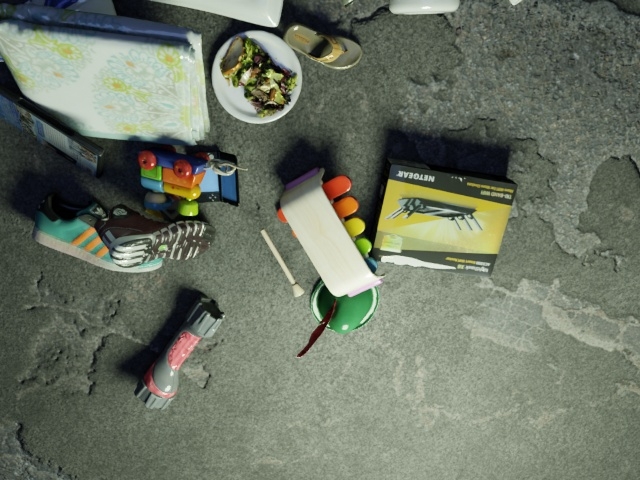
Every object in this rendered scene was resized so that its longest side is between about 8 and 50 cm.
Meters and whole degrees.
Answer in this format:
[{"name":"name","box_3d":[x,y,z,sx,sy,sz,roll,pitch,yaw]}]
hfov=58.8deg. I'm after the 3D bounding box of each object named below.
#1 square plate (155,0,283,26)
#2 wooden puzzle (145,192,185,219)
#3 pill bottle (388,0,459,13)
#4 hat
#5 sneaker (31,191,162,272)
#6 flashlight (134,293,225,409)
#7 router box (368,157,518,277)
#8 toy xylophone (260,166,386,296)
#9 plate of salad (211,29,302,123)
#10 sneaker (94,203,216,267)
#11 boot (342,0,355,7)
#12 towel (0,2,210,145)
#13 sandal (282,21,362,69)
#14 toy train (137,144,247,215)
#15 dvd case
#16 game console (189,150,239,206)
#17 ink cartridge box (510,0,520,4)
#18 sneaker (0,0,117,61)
[{"name":"square plate","box_3d":[-0.219,-0.629,1.105,0.347,0.049,0.344,15,107,7]},{"name":"wooden puzzle","box_3d":[-0.356,-0.094,1.347,0.079,0.014,0.116,37,103,-15]},{"name":"pill bottle","box_3d":[0.210,-0.596,1.135,0.146,0.146,0.264,-3,110,-3]},{"name":"hat","box_3d":[0.061,0.195,1.385,0.173,0.183,0.208,30,105,-13]},{"name":"sneaker","box_3d":[-0.508,-0.019,1.314,0.302,0.108,0.121,18,112,-8]},{"name":"flashlight","box_3d":[-0.351,0.289,1.436,0.103,0.103,0.304,35,104,-13]},{"name":"router box","box_3d":[0.286,-0.053,1.366,0.309,0.081,0.242,8,109,-6]},{"name":"toy xylophone","box_3d":[0.000,0.000,1.334,0.236,0.081,0.322,-18,102,25]},{"name":"plate of salad","box_3d":[-0.140,-0.357,1.250,0.200,0.048,0.199,-1,109,-4]},{"name":"sneaker","box_3d":[-0.379,-0.033,1.291,0.162,0.281,0.106,41,116,25]},{"name":"boot","box_3d":[0.013,-0.547,1.179,0.246,0.083,0.161,-39,113,11]},{"name":"towel","box_3d":[-0.413,-0.317,1.125,0.375,0.320,0.090,5,66,-7]},{"name":"sandal","box_3d":[0.006,-0.420,1.231,0.180,0.049,0.072,15,108,-19]},{"name":"toy train","box_3d":[-0.285,-0.118,1.263,0.248,0.105,0.143,15,113,13]},{"name":"dvd case","box_3d":[-0.577,-0.231,1.208,0.253,0.180,0.022,34,70,-14]},{"name":"game console","box_3d":[-0.244,-0.141,1.306,0.107,0.071,0.122,-4,109,-10]},{"name":"ink cartridge box","box_3d":[0.409,-0.626,1.170,0.181,0.056,0.224,-35,88,-12]},{"name":"sneaker","box_3d":[-0.560,-0.465,1.156,0.316,0.127,0.182,-12,106,-7]}]
